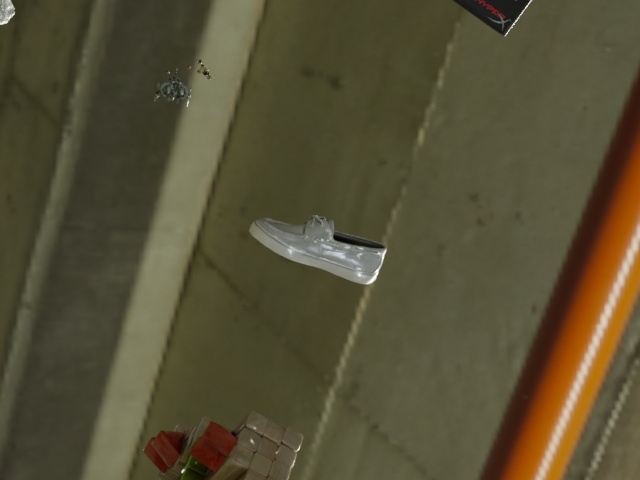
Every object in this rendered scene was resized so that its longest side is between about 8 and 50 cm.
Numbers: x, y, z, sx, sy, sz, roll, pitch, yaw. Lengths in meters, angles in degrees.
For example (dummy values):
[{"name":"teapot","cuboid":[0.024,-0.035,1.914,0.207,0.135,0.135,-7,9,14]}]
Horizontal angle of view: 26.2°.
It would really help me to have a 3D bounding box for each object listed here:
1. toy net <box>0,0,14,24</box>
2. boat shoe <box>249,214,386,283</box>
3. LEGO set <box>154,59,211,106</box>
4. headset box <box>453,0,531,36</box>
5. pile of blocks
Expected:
[{"name":"toy net","cuboid":[-0.478,-0.356,1.749,0.045,0.232,0.122,1,-110,33]},{"name":"boat shoe","cuboid":[0.000,0.000,1.775,0.063,0.184,0.066,-64,-166,17]},{"name":"LEGO set","cuboid":[-0.185,-0.208,1.829,0.083,0.054,0.023,-49,-161,1]},{"name":"headset box","cuboid":[0.198,-0.410,1.521,0.293,0.218,0.110,-54,-146,13]},{"name":"pile of blocks","cuboid":[-0.139,0.262,1.494,0.149,0.113,0.362,-63,-170,-20]}]
